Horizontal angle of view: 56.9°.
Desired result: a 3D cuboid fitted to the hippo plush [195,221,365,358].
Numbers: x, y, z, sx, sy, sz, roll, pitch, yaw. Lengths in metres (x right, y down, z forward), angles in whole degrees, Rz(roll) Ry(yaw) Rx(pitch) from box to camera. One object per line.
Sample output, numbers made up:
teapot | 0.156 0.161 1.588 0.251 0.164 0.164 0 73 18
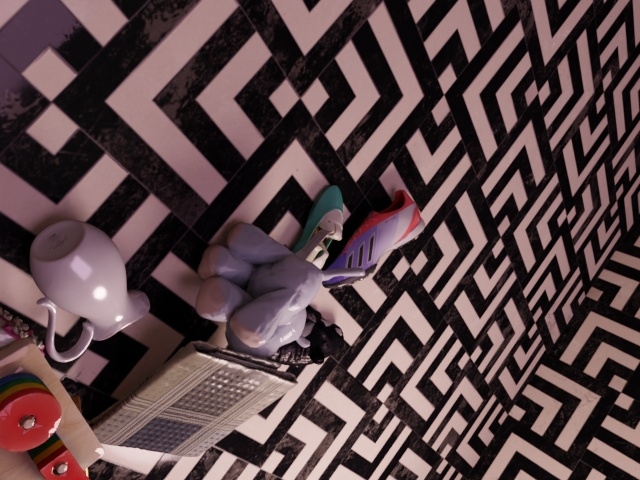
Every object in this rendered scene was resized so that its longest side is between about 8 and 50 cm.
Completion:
hippo plush | -0.111 0.107 1.186 0.294 0.234 0.236 -31 157 -23

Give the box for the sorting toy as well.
sorting toy | -0.454 0.314 0.819 0.257 0.089 0.255 -35 128 -29

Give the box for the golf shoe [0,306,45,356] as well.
golf shoe | -0.527 0.126 0.802 0.140 0.115 0.306 -48 136 -11

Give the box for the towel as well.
towel | -0.245 0.312 1.150 0.324 0.056 0.312 -38 140 16

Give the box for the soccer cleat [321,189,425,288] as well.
soccer cleat | 0.113 -0.001 1.406 0.318 0.109 0.116 -35 110 -24

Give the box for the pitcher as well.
pitcher | -0.377 0.083 0.917 0.177 0.126 0.207 -49 147 -27

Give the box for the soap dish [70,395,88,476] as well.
soap dish | -0.497 0.431 0.989 0.229 0.118 0.290 -16 122 -40

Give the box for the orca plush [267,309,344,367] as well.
orca plush | -0.031 0.243 1.374 0.287 0.102 0.151 23 93 -49

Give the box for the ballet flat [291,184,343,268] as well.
ballet flat | 0.000 0.000 1.285 0.083 0.087 0.247 32 87 -49
